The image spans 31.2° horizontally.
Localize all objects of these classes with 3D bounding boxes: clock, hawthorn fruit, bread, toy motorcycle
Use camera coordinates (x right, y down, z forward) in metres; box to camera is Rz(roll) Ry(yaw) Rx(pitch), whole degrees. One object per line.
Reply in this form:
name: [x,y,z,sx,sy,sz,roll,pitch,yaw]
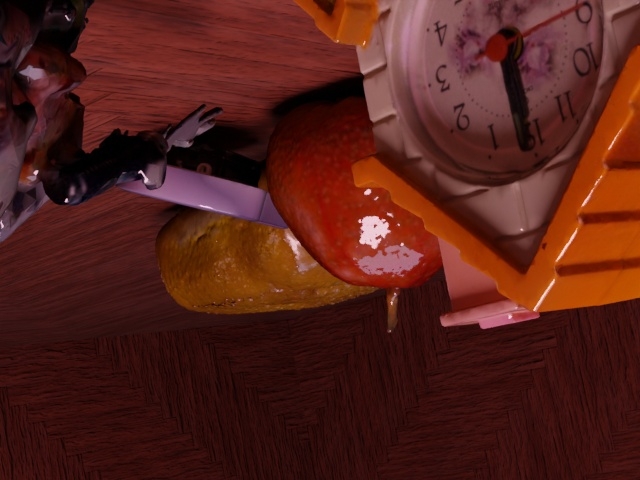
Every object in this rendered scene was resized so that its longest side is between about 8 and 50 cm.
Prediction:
clock: [0.092,-0.098,0.494,0.106,0.255,0.220,-4,169,-41]
hawthorn fruit: [0.050,-0.027,1.053,0.196,0.225,0.196,-11,180,0]
bread: [0.001,0.008,1.432,0.328,0.148,0.337,2,164,-41]
toy motorcycle: [-0.173,-0.061,0.587,0.134,0.207,0.401,17,-161,12]
clock: [-0.119,-0.062,1.124,0.172,0.064,0.198,15,180,20]
